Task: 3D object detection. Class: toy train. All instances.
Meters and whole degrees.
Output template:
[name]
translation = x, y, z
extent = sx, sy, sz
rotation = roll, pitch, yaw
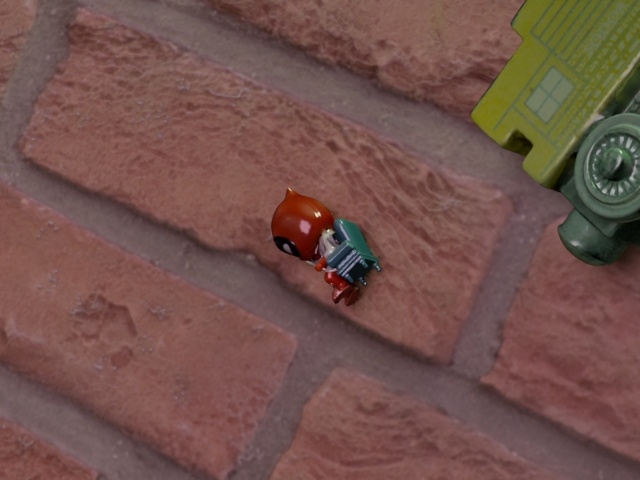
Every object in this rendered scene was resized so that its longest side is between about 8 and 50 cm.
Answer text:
[toy train]
translation = 0.340, -0.195, 1.877
extent = 0.442, 0.179, 0.272
rotation = -53, 56, 17

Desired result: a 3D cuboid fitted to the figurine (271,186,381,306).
[figurine]
translation = 0.000, 0.000, 2.084
extent = 0.140, 0.068, 0.075
rotation = 45, 103, 26
